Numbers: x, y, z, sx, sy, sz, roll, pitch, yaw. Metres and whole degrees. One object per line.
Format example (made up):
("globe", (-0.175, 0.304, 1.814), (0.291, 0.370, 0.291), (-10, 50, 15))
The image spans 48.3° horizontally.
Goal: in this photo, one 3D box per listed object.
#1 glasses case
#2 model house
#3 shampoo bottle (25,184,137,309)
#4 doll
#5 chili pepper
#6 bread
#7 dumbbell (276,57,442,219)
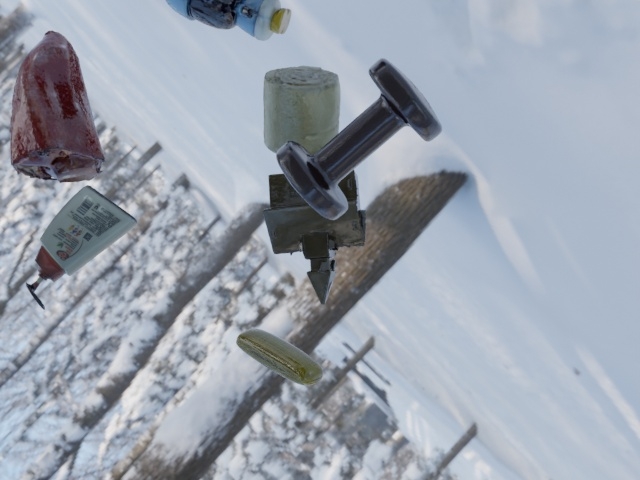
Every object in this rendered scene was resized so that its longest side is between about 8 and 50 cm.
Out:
("glasses case", (-0.092, 0.259, 1.603), (0.234, 0.064, 0.079), (23, -157, 38))
("model house", (0.000, 0.000, 1.371), (0.176, 0.180, 0.248), (22, -116, -76))
("shampoo bottle", (-0.569, 0.019, 1.630), (0.153, 0.284, 0.071), (37, 165, 0))
("doll", (-0.218, -0.529, 1.543), (0.313, 0.141, 0.177), (21, -162, 2))
("chili pepper", (-0.441, -0.224, 1.160), (0.136, 0.144, 0.253), (153, 107, -64))
("bread", (-0.034, -0.241, 1.332), (0.134, 0.148, 0.141), (24, 126, 35))
("dumbbell", (0.055, -0.145, 1.039), (0.140, 0.225, 0.124), (55, -166, 17))
